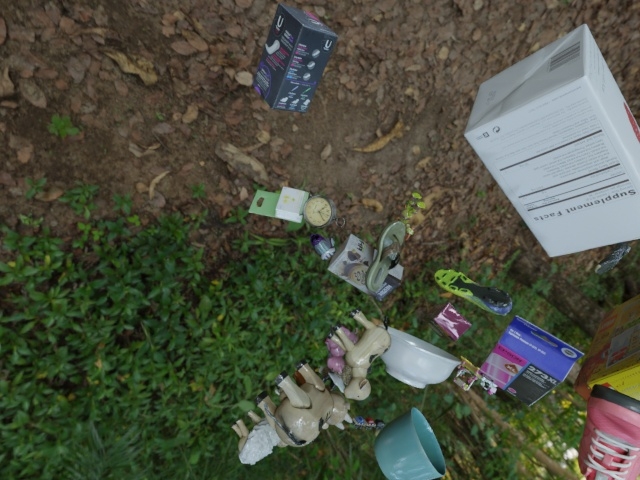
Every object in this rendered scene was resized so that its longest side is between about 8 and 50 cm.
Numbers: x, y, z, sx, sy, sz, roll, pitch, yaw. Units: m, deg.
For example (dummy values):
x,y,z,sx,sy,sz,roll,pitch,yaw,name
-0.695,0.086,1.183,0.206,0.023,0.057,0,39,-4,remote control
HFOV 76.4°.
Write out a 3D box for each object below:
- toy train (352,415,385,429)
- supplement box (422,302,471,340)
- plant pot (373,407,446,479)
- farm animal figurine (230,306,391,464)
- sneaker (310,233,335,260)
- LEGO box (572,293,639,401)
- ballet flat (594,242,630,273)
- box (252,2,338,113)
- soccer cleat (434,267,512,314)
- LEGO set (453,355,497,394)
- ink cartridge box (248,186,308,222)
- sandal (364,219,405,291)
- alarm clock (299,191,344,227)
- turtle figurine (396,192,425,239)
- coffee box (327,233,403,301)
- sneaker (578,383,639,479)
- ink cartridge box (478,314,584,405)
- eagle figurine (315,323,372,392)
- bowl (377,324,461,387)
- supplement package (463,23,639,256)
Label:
x,y,z,sx,sy,sz,roll,pitch,yaw,name
0.164,0.617,1.375,0.158,0.027,0.036,24,99,-37,toy train
0.435,0.283,1.419,0.081,0.104,0.188,-44,171,-6,supplement box
0.386,0.948,1.842,0.235,0.293,0.293,-32,149,15,plant pot
0.008,0.330,0.878,0.327,0.172,0.330,-20,151,-55,farm animal figurine
0.000,0.000,1.577,0.083,0.223,0.098,-39,104,0,sneaker
0.986,0.266,1.090,0.372,0.193,0.500,-39,162,-34,LEGO box
1.102,0.068,1.546,0.173,0.049,0.057,-36,129,-10,ballet flat
-0.088,-0.573,1.302,0.143,0.165,0.270,-7,139,-39,box
0.546,0.193,1.479,0.093,0.289,0.121,-49,140,-22,soccer cleat
0.626,0.577,1.733,0.107,0.132,0.287,-54,179,-3,LEGO set
-0.182,-0.170,1.798,0.235,0.171,0.056,13,134,-1,ink cartridge box
0.275,0.068,1.611,0.120,0.086,0.303,26,83,-39,sandal
0.015,-0.108,1.629,0.064,0.192,0.129,-10,127,-65,alarm clock
0.466,-0.152,2.186,0.087,0.269,0.217,16,134,-14,turtle figurine
0.207,0.128,1.857,0.168,0.297,0.119,-52,-171,41,coffee box
0.507,0.363,0.694,0.136,0.116,0.314,-51,133,-20,sneaker
0.581,0.356,1.165,0.069,0.176,0.371,-46,151,-24,ink cartridge box
0.065,0.499,1.614,0.298,0.225,0.226,-50,144,-34,eagle figurine
0.310,0.406,1.380,0.298,0.298,0.134,26,85,-54,bowl
0.401,-0.146,0.662,0.293,0.177,0.175,45,140,-21,supplement package
